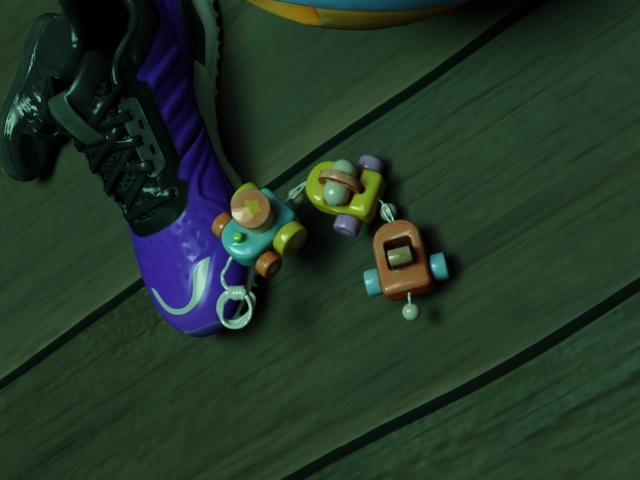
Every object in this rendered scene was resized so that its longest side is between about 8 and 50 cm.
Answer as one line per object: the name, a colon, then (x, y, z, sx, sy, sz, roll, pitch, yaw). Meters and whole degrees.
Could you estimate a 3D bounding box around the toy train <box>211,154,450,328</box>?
toy train: (0.000, 0.000, 1.054, 0.166, 0.046, 0.125, -10, 65, 11)

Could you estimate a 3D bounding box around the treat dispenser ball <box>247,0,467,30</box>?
treat dispenser ball: (0.023, -0.273, 0.948, 0.288, 0.288, 0.288, -5, 82, 36)

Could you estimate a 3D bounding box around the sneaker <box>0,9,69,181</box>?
sneaker: (-0.205, -0.126, 1.245, 0.089, 0.051, 0.170, 13, 89, 41)

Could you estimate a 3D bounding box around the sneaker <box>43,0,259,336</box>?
sneaker: (-0.138, -0.071, 1.131, 0.102, 0.146, 0.293, -22, 72, 32)
